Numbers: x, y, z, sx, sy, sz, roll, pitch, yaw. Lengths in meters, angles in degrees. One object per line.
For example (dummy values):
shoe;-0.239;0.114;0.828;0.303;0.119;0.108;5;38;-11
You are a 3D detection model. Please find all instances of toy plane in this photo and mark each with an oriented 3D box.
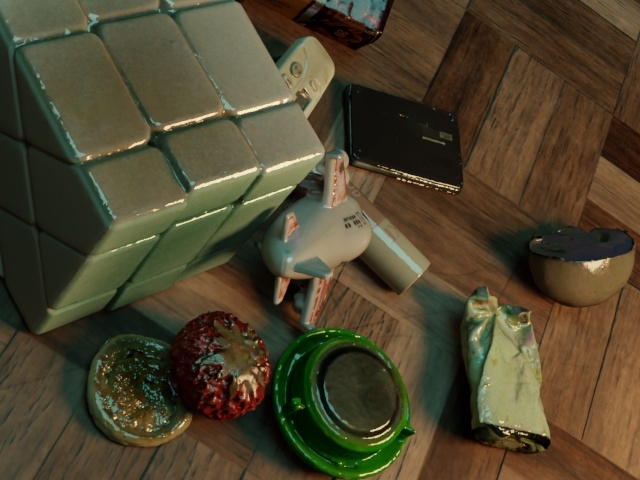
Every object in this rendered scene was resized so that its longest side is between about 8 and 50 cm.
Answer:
toy plane;-0.004;-0.001;1.580;0.118;0.252;0.252;15;50;16

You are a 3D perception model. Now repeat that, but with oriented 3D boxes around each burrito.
burrito;0.258;0.187;1.714;0.144;0.089;0.229;20;54;-36

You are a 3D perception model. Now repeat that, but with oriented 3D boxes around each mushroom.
mushroom;0.408;0.045;1.866;0.188;0.141;0.117;-6;100;-27

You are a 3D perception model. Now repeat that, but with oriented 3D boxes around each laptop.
laptop;0.134;-0.160;1.884;0.207;0.026;0.154;13;56;-23

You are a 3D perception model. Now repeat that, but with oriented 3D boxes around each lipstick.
lipstick;0.047;-0.033;1.731;0.254;0.070;0.070;45;51;1

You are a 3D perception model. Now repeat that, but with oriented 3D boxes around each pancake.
pancake;-0.224;0.184;1.477;0.151;0.025;0.152;13;58;-23

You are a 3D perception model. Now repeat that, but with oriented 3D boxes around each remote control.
remote control;-0.062;-0.200;1.748;0.090;0.049;0.230;52;58;-33

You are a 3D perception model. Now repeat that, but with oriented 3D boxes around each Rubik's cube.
Rubik's cube;-0.246;-0.121;1.455;0.316;0.322;0.319;-21;76;-36

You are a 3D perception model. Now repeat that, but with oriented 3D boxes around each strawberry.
strawberry;-0.121;0.155;1.499;0.145;0.086;0.145;23;49;-29

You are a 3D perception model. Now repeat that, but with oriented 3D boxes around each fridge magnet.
fridge magnet;0.032;0.211;1.566;0.208;0.088;0.208;14;58;-25

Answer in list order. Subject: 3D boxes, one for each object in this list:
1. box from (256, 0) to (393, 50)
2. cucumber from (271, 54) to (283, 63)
box;-0.056;-0.503;1.862;0.415;0.116;0.264;22;79;-16
cucumber;-0.096;-0.244;1.787;0.250;0.056;0.056;-21;74;-38
